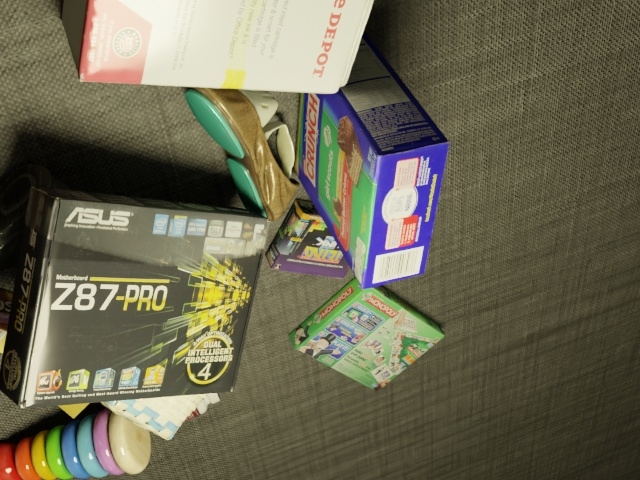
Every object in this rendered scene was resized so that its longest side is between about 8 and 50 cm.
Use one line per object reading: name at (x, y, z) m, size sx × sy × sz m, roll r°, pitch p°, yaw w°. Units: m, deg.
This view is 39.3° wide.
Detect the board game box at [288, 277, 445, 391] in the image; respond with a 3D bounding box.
board game box at (0.109, 0.209, 1.972) m, size 0.213 × 0.046 × 0.317 m, roll -42°, pitch 136°, yaw 13°

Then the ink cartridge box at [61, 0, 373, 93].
ink cartridge box at (-0.131, -0.360, 1.214) m, size 0.385 × 0.160 × 0.279 m, roll -1°, pitch 131°, yaw -26°

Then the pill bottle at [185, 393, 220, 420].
pill bottle at (-0.288, 0.331, 1.850) m, size 0.152 × 0.086 × 0.086 m, roll -22°, pitch 137°, yaw -7°

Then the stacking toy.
stacking toy at (-0.509, 0.420, 1.765) m, size 0.331 × 0.141 × 0.141 m, roll -15°, pitch 139°, yaw 10°

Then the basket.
basket at (-0.293, 0.194, 1.654) m, size 0.289 × 0.201 × 0.254 m, roll -54°, pitch 135°, yaw -13°

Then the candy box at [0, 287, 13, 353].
candy box at (-0.539, 0.134, 1.513) m, size 0.053 × 0.109 × 0.187 m, roll -44°, pitch 135°, yaw 15°

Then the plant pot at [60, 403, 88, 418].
plant pot at (-0.469, 0.270, 1.704) m, size 0.083 × 0.081 × 0.081 m, roll -37°, pitch 138°, yaw -7°

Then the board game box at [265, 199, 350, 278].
board game box at (0.000, 0.000, 1.713) m, size 0.170 × 0.048 × 0.141 m, roll 8°, pitch 125°, yaw -33°

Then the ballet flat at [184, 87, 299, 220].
ballet flat at (-0.110, -0.165, 1.463) m, size 0.124 × 0.116 × 0.342 m, roll -45°, pitch 141°, yaw -16°

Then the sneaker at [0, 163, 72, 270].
sneaker at (-0.498, 0.005, 1.421) m, size 0.286 × 0.109 × 0.130 m, roll -35°, pitch 147°, yaw 13°

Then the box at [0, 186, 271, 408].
box at (-0.284, 0.092, 1.422) m, size 0.395 × 0.097 × 0.318 m, roll 5°, pitch 100°, yaw -43°

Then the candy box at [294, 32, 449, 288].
candy box at (0.067, -0.131, 1.424) m, size 0.122 × 0.317 × 0.268 m, roll -11°, pitch 134°, yaw -17°
